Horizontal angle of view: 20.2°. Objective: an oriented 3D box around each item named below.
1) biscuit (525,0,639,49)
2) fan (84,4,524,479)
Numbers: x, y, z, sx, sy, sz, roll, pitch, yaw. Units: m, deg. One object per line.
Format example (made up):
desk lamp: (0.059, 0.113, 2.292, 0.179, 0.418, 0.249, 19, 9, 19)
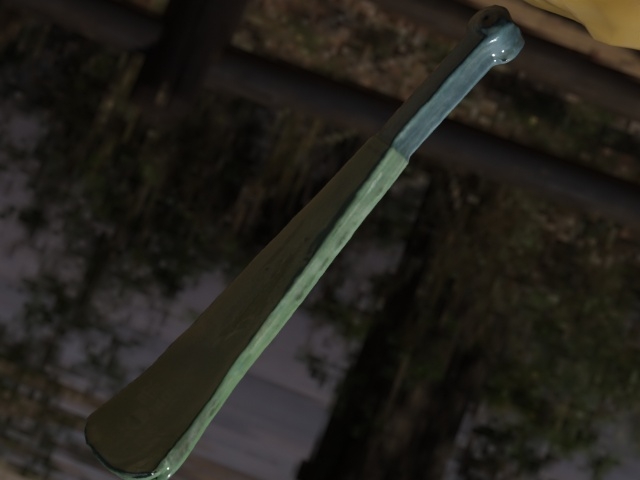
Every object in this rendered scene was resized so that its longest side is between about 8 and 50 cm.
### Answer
biscuit: (0.168, -0.223, 0.356, 0.429, 0.446, 0.104, -26, 149, 8)
fan: (0.000, 0.000, 0.564, 0.038, 0.193, 0.016, 32, 167, 45)
